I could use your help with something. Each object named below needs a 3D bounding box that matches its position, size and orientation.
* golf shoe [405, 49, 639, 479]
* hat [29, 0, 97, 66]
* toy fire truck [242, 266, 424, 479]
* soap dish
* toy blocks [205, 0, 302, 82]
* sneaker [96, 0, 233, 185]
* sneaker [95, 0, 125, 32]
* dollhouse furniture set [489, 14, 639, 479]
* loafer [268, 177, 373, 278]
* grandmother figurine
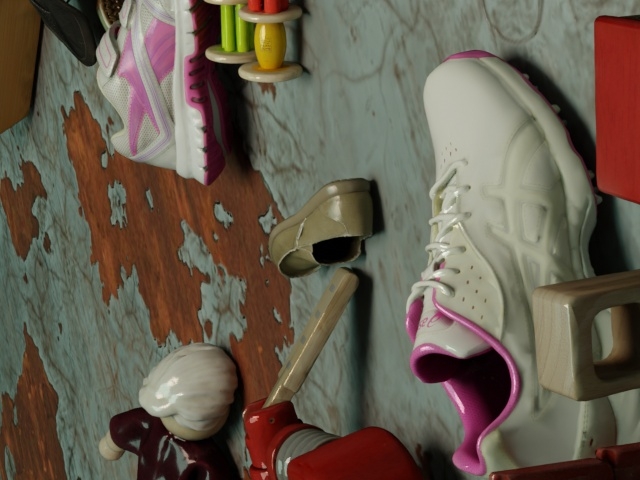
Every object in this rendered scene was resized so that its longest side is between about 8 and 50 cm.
[{"bbox_3d":[0.109,0.014,1.249,0.115,0.140,0.306,119,137,-56],"label":"golf shoe"},{"bbox_3d":[-0.291,-0.328,1.949,0.331,0.134,0.331,42,173,6],"label":"hat"},{"bbox_3d":[0.012,0.162,1.538,0.217,0.158,0.246,4,113,65],"label":"toy fire truck"},{"bbox_3d":[-0.416,-0.282,2.297,0.291,0.118,0.229,59,148,38],"label":"soap dish"},{"bbox_3d":[-0.057,-0.214,1.621,0.123,0.054,0.148,34,129,57],"label":"toy blocks"},{"bbox_3d":[-0.145,-0.171,1.719,0.103,0.111,0.252,-48,-42,-69],"label":"sneaker"},{"bbox_3d":[-0.169,-0.159,1.869,0.192,0.064,0.086,56,141,36],"label":"sneaker"},{"bbox_3d":[0.198,0.074,1.058,0.201,0.152,0.374,23,119,62],"label":"dollhouse furniture set"},{"bbox_3d":[0.000,0.000,1.576,0.148,0.056,0.050,128,134,-59],"label":"loafer"},{"bbox_3d":[-0.142,0.241,1.938,0.208,0.104,0.342,31,128,24],"label":"grandmother figurine"}]
